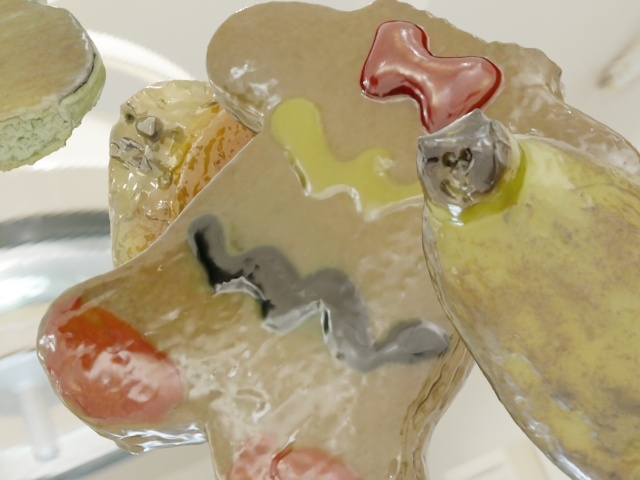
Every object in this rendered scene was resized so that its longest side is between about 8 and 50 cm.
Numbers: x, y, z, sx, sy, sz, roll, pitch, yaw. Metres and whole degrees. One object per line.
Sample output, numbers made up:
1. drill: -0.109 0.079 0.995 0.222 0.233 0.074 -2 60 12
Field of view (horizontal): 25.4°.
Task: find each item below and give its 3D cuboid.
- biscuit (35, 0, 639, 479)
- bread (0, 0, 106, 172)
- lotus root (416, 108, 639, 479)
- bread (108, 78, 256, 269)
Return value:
1. biscuit: 0.000 0.000 0.983 0.394 0.368 0.076 -52 -28 -12
2. bread: -0.280 -0.107 0.918 0.287 0.207 0.056 -12 -39 0
3. lotus root: 0.097 0.019 0.501 0.108 0.191 0.094 -44 18 7
4. bread: -0.103 0.009 1.577 0.183 0.388 0.236 6 21 38
